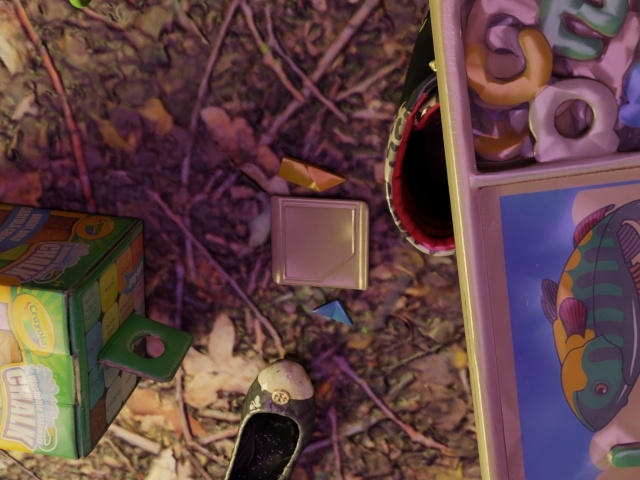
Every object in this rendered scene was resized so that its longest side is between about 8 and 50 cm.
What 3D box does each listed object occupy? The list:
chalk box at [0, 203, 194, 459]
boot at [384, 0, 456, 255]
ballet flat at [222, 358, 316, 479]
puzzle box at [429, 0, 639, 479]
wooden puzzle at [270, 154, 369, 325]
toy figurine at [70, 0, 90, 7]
[{"bbox_3d":[-0.200,0.059,0.693,0.213,0.132,0.132,5,112,8],"label":"chalk box"},{"bbox_3d":[0.097,-0.118,0.536,0.085,0.178,0.236,17,114,4],"label":"boot"},{"bbox_3d":[-0.043,0.167,0.748,0.058,0.049,0.173,18,114,3],"label":"ballet flat"},{"bbox_3d":[0.208,0.055,0.468,0.272,0.052,0.408,-8,106,4],"label":"puzzle box"},{"bbox_3d":[0.000,0.000,0.694,0.079,0.014,0.116,12,113,11],"label":"wooden puzzle"},{"bbox_3d":[-0.064,-0.221,0.584,0.159,0.130,0.173,3,88,-4],"label":"toy figurine"}]
